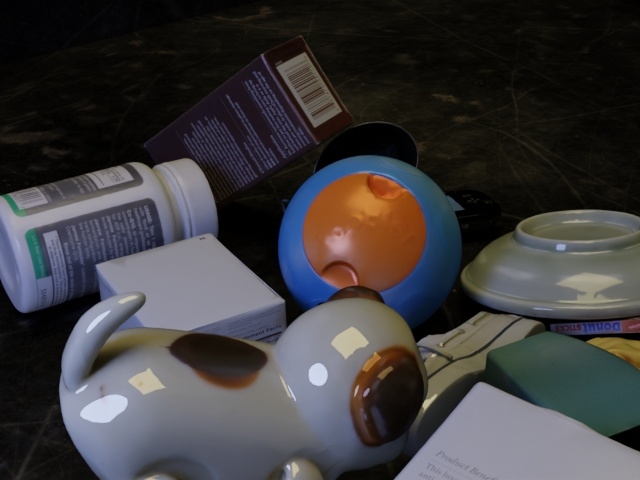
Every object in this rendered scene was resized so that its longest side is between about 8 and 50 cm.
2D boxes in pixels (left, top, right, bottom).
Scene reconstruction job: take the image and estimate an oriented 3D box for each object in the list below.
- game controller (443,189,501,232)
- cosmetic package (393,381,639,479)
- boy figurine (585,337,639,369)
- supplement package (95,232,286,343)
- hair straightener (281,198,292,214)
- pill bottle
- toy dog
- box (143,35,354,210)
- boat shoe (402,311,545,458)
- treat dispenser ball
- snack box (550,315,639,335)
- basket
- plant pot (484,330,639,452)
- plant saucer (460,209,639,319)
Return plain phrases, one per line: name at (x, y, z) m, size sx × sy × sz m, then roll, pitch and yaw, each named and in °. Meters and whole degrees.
game controller at (0.175, -0.049, 2.045) m, size 0.319 × 0.067 × 0.166 m, roll -7°, pitch 28°, yaw -10°
cosmetic package at (0.127, 0.368, 1.032) m, size 0.230 × 0.162 × 0.453 m, roll 22°, pitch 50°, yaw 36°
boy figurine at (0.427, 0.186, 1.539) m, size 0.285 × 0.092 × 0.177 m, roll -9°, pitch 13°, yaw -9°
supplement package at (-0.199, 0.124, 1.657) m, size 0.204 × 0.145 × 0.262 m, roll -16°, pitch 30°, yaw -25°
hair straightener at (0.000, 0.000, 1.937) m, size 0.230 × 0.047 × 0.089 m, roll 39°, pitch 84°, yaw 28°
pill bottle at (-0.374, -0.019, 1.878) m, size 0.361 × 0.204 × 0.204 m, roll -17°, pitch 31°, yaw -26°
toy dog at (-0.076, 0.193, 1.274) m, size 0.407 × 0.396 × 0.284 m, roll -15°, pitch 20°, yaw -5°
box at (-0.139, -0.199, 2.024) m, size 0.381 × 0.191 × 0.143 m, roll -28°, pitch 6°, yaw 40°
boat shoe at (0.173, 0.183, 1.529) m, size 0.156 × 0.136 × 0.367 m, roll 17°, pitch 30°, yaw 32°
treat dispenser ball at (0.077, 0.011, 1.698) m, size 0.288 × 0.288 × 0.288 m, roll -2°, pitch 28°, yaw 1°
snack box at (0.439, 0.128, 1.643) m, size 0.064 × 0.022 × 0.178 m, roll -6°, pitch -2°, yaw -40°
basket at (0.082, -0.148, 2.085) m, size 0.204 × 0.154 × 0.227 m, roll -29°, pitch 7°, yaw 3°
plant pot at (0.317, 0.230, 1.379) m, size 0.165 × 0.166 × 0.234 m, roll -15°, pitch 33°, yaw -23°
plant saucer at (0.426, 0.021, 1.767) m, size 0.400 × 0.101 × 0.400 m, roll -5°, pitch 14°, yaw 1°
